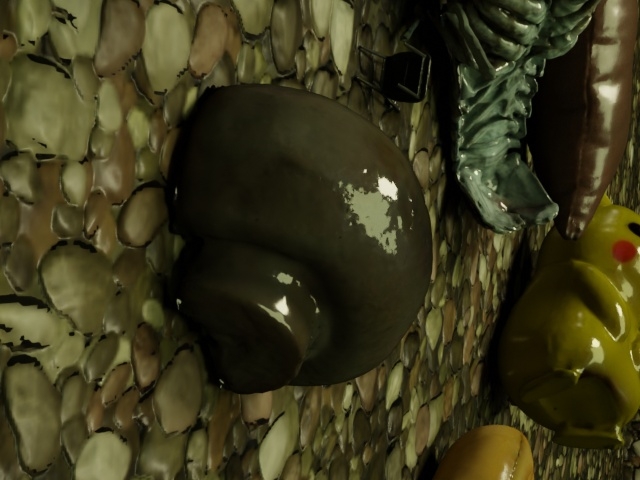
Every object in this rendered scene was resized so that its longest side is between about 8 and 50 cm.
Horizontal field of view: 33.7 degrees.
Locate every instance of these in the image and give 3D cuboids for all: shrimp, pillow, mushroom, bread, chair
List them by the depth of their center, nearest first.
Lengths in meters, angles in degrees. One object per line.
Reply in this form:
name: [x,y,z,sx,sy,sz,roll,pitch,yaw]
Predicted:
mushroom: [0.000,0.000,0.565,0.188,0.117,0.141,65,26,-43]
chair: [0.059,-0.116,0.748,0.086,0.042,0.037,11,89,-67]
shrimp: [0.156,-0.173,0.823,0.221,0.166,0.410,-21,149,-20]
bread: [0.108,0.293,0.890,0.305,0.091,0.142,-58,153,-47]
pillow: [0.251,-0.181,1.054,0.308,0.109,0.305,-60,149,-73]

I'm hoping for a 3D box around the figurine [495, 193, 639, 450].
figurine: [0.310,0.079,1.217,0.218,0.169,0.326,54,54,-34]
